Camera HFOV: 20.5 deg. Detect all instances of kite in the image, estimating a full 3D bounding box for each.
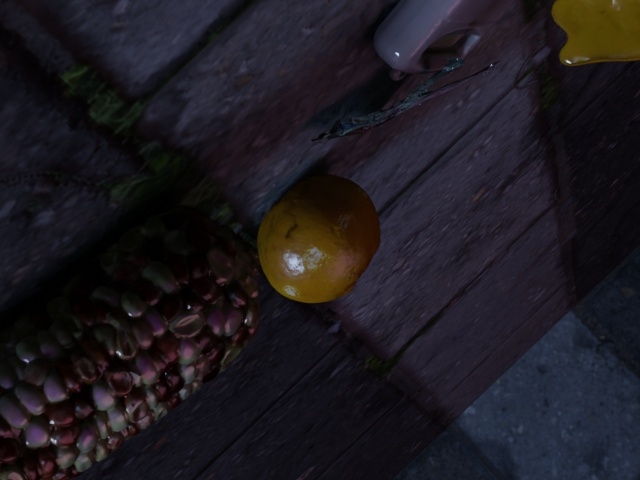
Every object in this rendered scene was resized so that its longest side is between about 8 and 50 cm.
[{"bbox_3d":[0.053,-0.085,1.053,0.139,0.011,0.156,-26,178,-19],"label":"kite"}]

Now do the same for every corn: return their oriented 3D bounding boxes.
[{"bbox_3d":[-0.148,0.082,0.915,0.280,0.092,0.092,-36,164,-20],"label":"corn"}]

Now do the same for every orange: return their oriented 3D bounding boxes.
[{"bbox_3d":[0.000,0.000,1.108,0.083,0.070,0.083,-44,170,-10],"label":"orange"}]

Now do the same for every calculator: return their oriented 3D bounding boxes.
[{"bbox_3d":[0.095,-0.155,0.997,0.175,0.032,0.100,-49,165,23],"label":"calculator"}]

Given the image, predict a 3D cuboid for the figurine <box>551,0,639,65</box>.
[{"bbox_3d":[0.255,-0.171,1.066,0.215,0.187,0.343,-19,-179,29],"label":"figurine"}]
